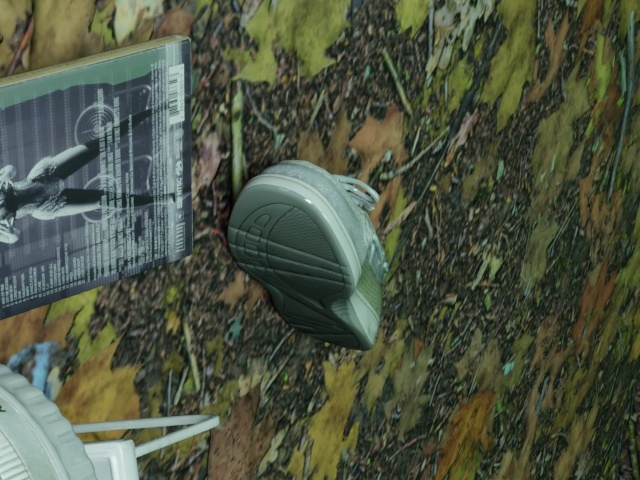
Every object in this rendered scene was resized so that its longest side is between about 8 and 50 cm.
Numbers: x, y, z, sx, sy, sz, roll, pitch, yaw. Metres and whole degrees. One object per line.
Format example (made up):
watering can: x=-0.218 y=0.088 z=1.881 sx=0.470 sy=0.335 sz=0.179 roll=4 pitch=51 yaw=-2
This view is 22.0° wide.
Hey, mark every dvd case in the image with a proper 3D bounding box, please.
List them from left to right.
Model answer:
dvd case: x=-0.178 y=-0.033 z=1.059 sx=0.221 sy=0.018 sz=0.165 roll=-20 pitch=126 yaw=-34

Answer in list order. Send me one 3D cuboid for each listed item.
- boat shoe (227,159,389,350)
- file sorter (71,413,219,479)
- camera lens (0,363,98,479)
boat shoe: x=0.003 y=0.001 z=1.443 sx=0.320 sy=0.118 sz=0.103 roll=62 pitch=46 yaw=-63
file sorter: x=-0.157 y=0.265 z=1.095 sx=0.173 sy=0.192 sz=0.278 roll=-7 pitch=90 yaw=-67
camera lens: x=-0.271 y=0.185 z=0.872 sx=0.274 sy=0.219 sz=0.219 roll=-19 pitch=124 yaw=-60
